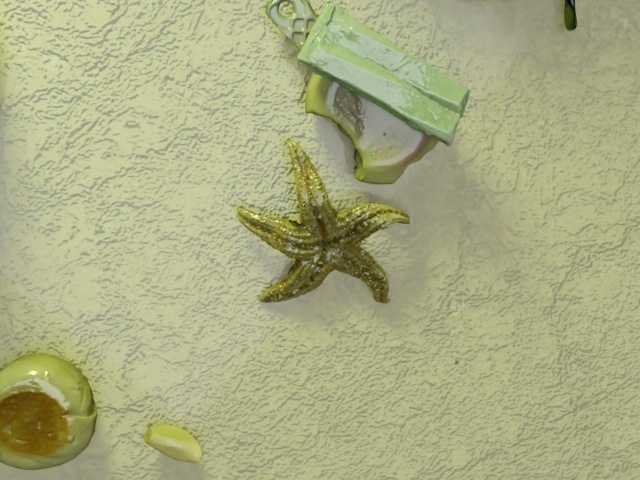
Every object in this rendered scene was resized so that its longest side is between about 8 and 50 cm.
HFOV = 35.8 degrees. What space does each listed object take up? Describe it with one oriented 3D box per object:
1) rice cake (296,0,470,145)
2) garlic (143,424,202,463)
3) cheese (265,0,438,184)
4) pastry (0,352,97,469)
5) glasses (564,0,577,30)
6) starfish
[{"bbox_3d":[0.085,-0.205,1.232,0.226,0.040,0.085,29,92,-10],"label":"rice cake"},{"bbox_3d":[-0.204,0.278,1.355,0.083,0.053,0.041,25,94,-21],"label":"garlic"},{"bbox_3d":[0.036,-0.207,1.287,0.163,0.082,0.286,-45,102,1],"label":"cheese"},{"bbox_3d":[-0.372,0.225,1.301,0.156,0.092,0.156,-1,98,-7],"label":"pastry"},{"bbox_3d":[0.321,-0.384,1.282,0.207,0.102,0.239,32,94,-13],"label":"glasses"},{"bbox_3d":[0.000,0.000,1.327,0.235,0.062,0.277,-28,117,11],"label":"starfish"}]
